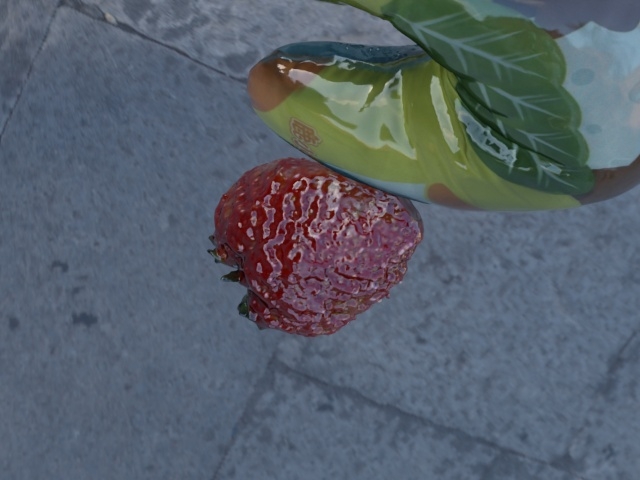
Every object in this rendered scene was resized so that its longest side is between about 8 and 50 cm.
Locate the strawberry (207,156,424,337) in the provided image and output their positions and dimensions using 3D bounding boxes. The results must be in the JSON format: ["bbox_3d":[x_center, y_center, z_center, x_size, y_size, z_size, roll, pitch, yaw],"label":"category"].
[{"bbox_3d":[-0.002,-0.004,0.723,0.148,0.131,0.131,-38,117,24],"label":"strawberry"}]

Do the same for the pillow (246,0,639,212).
[{"bbox_3d":[0.046,-0.088,0.432,0.233,0.214,0.086,57,46,-54],"label":"pillow"}]
